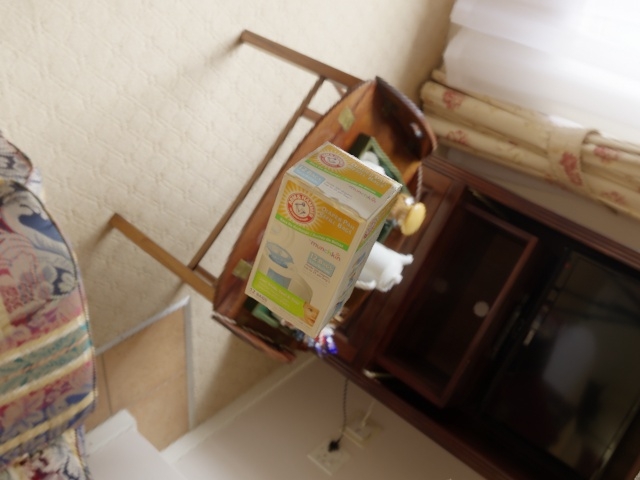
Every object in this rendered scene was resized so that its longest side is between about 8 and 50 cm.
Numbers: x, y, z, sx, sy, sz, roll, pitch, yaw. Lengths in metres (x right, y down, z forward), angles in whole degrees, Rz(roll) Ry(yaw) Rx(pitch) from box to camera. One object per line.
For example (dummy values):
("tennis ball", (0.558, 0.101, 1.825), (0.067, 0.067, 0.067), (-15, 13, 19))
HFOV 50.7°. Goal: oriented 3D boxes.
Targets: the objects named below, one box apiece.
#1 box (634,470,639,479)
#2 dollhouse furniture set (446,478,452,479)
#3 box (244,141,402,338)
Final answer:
("box", (0.461, 0.359, 0.748), (0.045, 0.190, 0.184), (-29, 109, -41))
("dollhouse furniture set", (0.052, 0.297, 0.299), (0.198, 0.303, 0.286), (-29, 160, 0))
("box", (0.000, 0.000, 0.830), (0.103, 0.114, 0.203), (-44, 162, -49))
